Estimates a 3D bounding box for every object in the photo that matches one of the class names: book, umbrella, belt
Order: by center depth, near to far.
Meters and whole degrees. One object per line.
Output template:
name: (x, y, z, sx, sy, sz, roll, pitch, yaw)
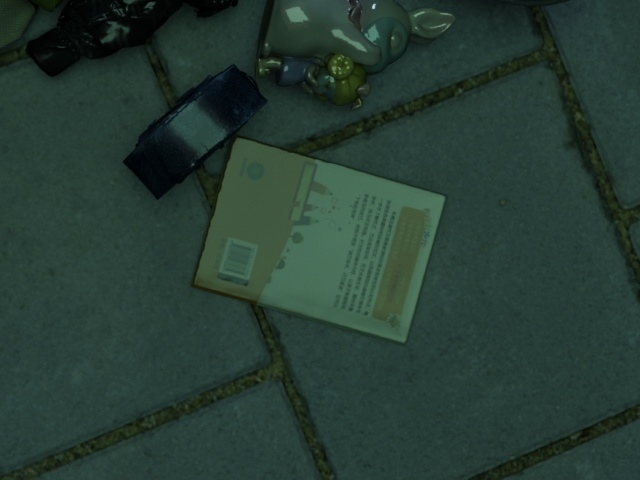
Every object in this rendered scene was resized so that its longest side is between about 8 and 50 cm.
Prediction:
umbrella: (-0.207, -0.303, 1.507, 0.337, 0.154, 0.128, -31, 81, -6)
belt: (-0.154, -0.139, 1.524, 0.190, 0.141, 0.082, -42, 98, 1)
book: (0.000, 0.000, 1.607, 0.295, 0.020, 0.208, 16, 89, -7)

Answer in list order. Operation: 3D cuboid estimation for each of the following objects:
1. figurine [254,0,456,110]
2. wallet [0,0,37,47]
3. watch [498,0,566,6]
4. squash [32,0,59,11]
figurine: (0.044, -0.250, 1.557, 0.235, 0.127, 0.155, 12, 71, -10)
wallet: (-0.524, -0.326, 1.473, 0.335, 0.068, 0.275, 44, 60, -8)
watch: (0.273, -0.466, 1.490, 0.335, 0.314, 0.327, -28, 110, 19)
squash: (-0.336, -0.357, 1.533, 0.184, 0.085, 0.192, 23, 57, 19)
